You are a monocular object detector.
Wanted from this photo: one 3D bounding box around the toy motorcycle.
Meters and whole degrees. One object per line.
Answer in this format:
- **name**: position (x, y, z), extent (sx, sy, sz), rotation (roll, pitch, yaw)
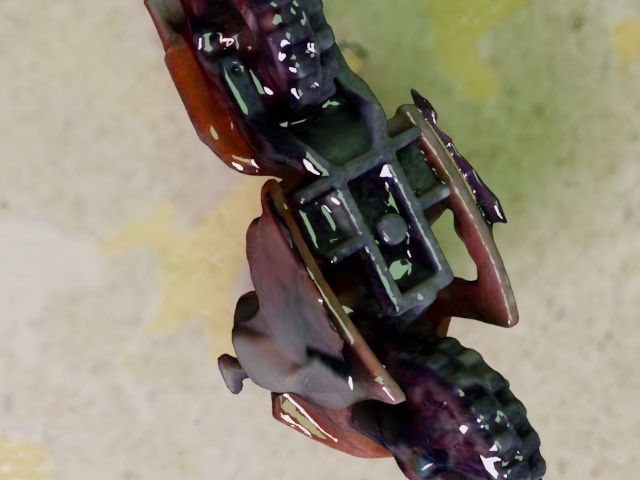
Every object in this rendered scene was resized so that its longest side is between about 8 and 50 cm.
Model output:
- **toy motorcycle**: position (0.000, 0.000, 0.529), extent (0.084, 0.118, 0.212), rotation (-31, 100, -23)
